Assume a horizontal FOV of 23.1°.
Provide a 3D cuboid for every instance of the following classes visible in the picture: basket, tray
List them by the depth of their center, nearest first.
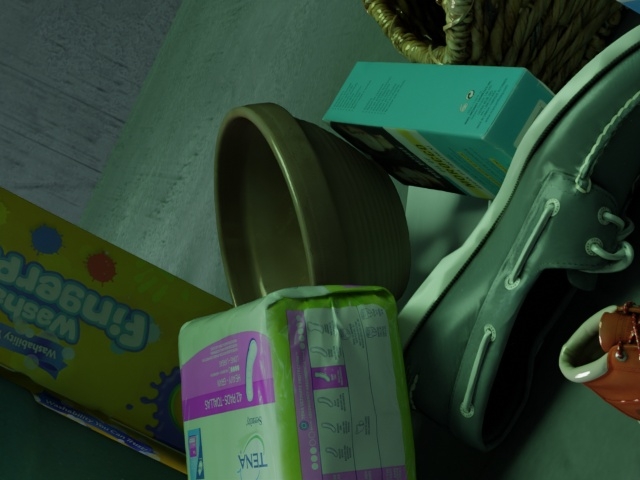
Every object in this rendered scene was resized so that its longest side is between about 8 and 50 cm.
[{"bbox_3d":[0.086,-0.259,1.234,0.213,0.223,0.299,-56,38,24],"label":"basket"},{"bbox_3d":[0.109,0.001,1.259,0.145,0.030,0.270,-48,23,42],"label":"tray"}]

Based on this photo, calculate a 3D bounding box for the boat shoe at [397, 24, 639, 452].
[{"bbox_3d":[0.164,0.001,1.017,0.319,0.116,0.099,-54,55,18],"label":"boat shoe"}]

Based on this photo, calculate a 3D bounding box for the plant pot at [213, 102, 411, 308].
[{"bbox_3d":[0.000,0.000,1.265,0.237,0.110,0.237,168,90,-71],"label":"plant pot"}]

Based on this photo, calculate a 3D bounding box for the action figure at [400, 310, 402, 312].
[{"bbox_3d":[0.043,0.099,1.323,0.115,0.030,0.038,-59,22,25],"label":"action figure"}]

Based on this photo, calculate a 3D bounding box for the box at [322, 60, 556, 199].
[{"bbox_3d":[0.104,-0.081,1.180,0.060,0.100,0.244,-58,26,-9],"label":"box"}]

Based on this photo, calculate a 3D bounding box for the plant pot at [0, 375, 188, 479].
[{"bbox_3d":[-0.214,0.292,1.268,0.341,0.334,0.341,-56,20,33],"label":"plant pot"}]

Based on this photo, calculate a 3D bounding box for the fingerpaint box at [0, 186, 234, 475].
[{"bbox_3d":[-0.271,0.126,1.511,0.371,0.445,0.163,-38,28,58],"label":"fingerpaint box"}]

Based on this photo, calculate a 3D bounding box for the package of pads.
[{"bbox_3d":[-0.015,0.186,1.069,0.229,0.101,0.296,157,109,-67],"label":"package of pads"}]

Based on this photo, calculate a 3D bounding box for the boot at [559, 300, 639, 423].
[{"bbox_3d":[0.192,0.057,0.819,0.158,0.084,0.059,-37,30,55],"label":"boot"}]

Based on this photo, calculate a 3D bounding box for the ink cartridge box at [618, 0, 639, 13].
[{"bbox_3d":[0.263,-0.271,0.882,0.270,0.198,0.197,-41,27,52],"label":"ink cartridge box"}]
